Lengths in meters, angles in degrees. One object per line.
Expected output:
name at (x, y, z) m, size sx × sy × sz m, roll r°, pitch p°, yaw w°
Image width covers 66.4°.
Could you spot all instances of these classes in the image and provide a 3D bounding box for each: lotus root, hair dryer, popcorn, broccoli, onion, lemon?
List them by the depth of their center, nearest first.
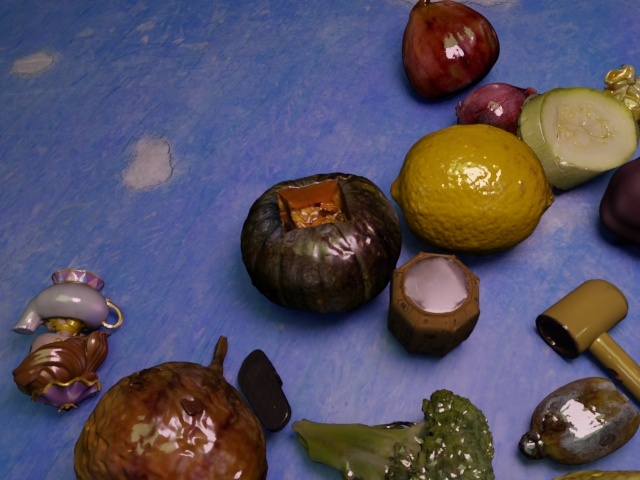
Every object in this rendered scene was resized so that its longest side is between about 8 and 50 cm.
broccoli at (0.119, 0.367, 0.730) m, size 0.302 × 0.186 × 0.254 m, roll -25°, pitch 20°, yaw 15°
lotus root at (0.403, 0.292, 0.775) m, size 0.192 × 0.088 × 0.113 m, roll -27°, pitch 61°, yaw -3°
hair dryer at (0.515, 0.203, 0.826) m, size 0.135 × 0.090 × 0.278 m, roll -31°, pitch 66°, yaw -14°
lemon at (0.290, -0.093, 0.931) m, size 0.311 × 0.253 × 0.253 m, roll 5°, pitch 60°, yaw 6°
popcorn at (0.658, -0.288, 1.068) m, size 0.162 × 0.135 × 0.141 m, roll 45°, pitch 75°, yaw -13°
onion at (0.405, -0.284, 1.093) m, size 0.195 × 0.159 × 0.159 m, roll -35°, pitch 61°, yaw -14°

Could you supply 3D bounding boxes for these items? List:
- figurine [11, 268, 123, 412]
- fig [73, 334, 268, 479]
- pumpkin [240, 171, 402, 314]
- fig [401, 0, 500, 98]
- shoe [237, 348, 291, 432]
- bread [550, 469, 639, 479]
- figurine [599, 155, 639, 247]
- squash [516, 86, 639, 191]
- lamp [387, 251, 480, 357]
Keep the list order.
figurine at (-0.486, 0.192, 0.935) m, size 0.190 × 0.142 × 0.263 m, roll 6°, pitch 57°, yaw -16°
fig at (-0.212, 0.275, 0.798) m, size 0.287 × 0.286 × 0.368 m, roll -1°, pitch 36°, yaw 8°
pumpkin at (0.000, 0.000, 0.933) m, size 0.321 × 0.192 × 0.320 m, roll -7°, pitch 45°, yaw 7°
fig at (0.307, -0.460, 1.183) m, size 0.224 × 0.224 × 0.263 m, roll -17°, pitch 54°, yaw -3°
shoe at (-0.094, 0.274, 0.878) m, size 0.071 × 0.049 × 0.179 m, roll -40°, pitch 39°, yaw -2°
bread at (0.386, 0.445, 0.555) m, size 0.349 × 0.307 × 0.348 m, roll -4°, pitch 62°, yaw 7°
figurine at (0.684, -0.021, 0.862) m, size 0.206 × 0.218 × 0.365 m, roll -34°, pitch 66°, yaw -15°
squash at (0.510, -0.218, 0.996) m, size 0.220 × 0.133 × 0.220 m, roll 5°, pitch 75°, yaw -22°
lamp at (0.194, 0.114, 0.856) m, size 0.161 × 0.185 × 0.161 m, roll -4°, pitch 58°, yaw 6°
